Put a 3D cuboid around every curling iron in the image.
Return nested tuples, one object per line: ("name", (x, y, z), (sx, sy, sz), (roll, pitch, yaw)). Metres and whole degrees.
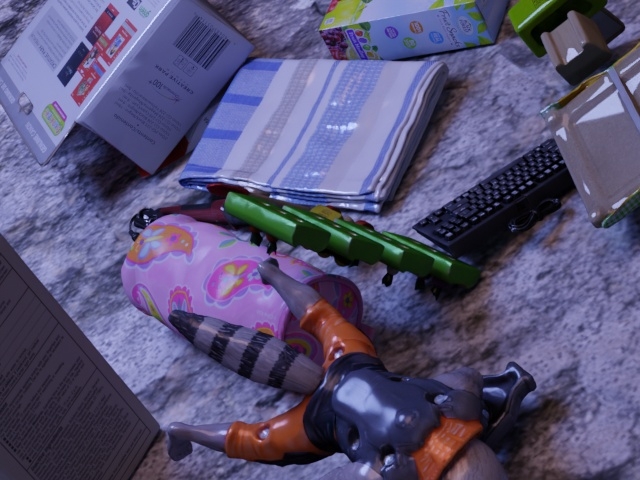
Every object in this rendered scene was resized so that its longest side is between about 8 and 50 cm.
("curling iron", (-0.105, -0.019, 1.818), (0.274, 0.035, 0.068), (-3, 50, 34))

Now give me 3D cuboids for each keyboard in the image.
("keyboard", (0.188, -0.042, 1.616), (0.180, 0.023, 0.108), (-33, 36, -16))

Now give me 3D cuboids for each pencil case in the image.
("pencil case", (-0.078, 0.058, 1.649), (0.284, 0.124, 0.124), (19, 60, 46))

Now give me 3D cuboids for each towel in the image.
("towel", (-0.010, -0.128, 1.841), (0.285, 0.034, 0.209), (7, 57, 34))

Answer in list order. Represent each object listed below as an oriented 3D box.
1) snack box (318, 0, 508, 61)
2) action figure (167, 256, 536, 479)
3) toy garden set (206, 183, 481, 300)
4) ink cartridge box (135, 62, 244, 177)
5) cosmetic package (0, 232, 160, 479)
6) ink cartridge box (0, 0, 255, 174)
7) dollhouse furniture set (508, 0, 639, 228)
("snack box", (0.121, -0.296, 1.937), (0.207, 0.070, 0.174), (-6, 44, 29))
("action figure", (0.007, 0.185, 1.374), (0.330, 0.178, 0.341), (21, 66, 33))
("toy garden set", (0.000, 0.000, 1.582), (0.204, 0.244, 0.049), (26, 99, 48))
("ink cartridge box", (-0.168, -0.169, 2.028), (0.179, 0.045, 0.145), (-30, 36, 0))
("cosmetic package", (-0.302, 0.139, 1.553), (0.113, 0.309, 0.160), (4, 50, 40))
("ink cartridge box", (-0.259, -0.221, 2.047), (0.272, 0.130, 0.309), (-50, 34, 6))
("dollhouse furniture set", (0.335, -0.149, 1.606), (0.197, 0.151, 0.301), (-39, 46, 25))
